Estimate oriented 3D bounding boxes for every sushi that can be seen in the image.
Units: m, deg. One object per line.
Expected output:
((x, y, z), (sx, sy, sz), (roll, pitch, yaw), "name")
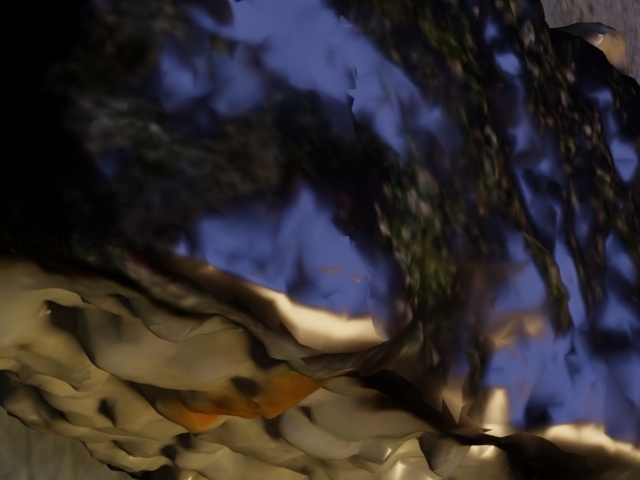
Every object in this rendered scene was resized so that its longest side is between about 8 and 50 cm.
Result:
((0.000, 0.000, 0.541), (0.350, 0.211, 0.171), (34, 58, -43), "sushi")
